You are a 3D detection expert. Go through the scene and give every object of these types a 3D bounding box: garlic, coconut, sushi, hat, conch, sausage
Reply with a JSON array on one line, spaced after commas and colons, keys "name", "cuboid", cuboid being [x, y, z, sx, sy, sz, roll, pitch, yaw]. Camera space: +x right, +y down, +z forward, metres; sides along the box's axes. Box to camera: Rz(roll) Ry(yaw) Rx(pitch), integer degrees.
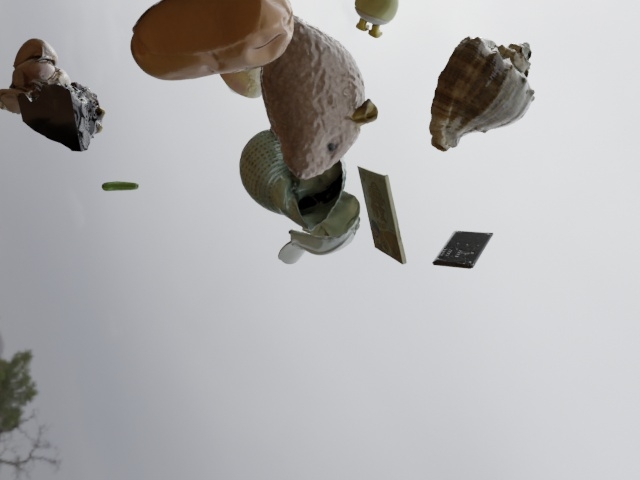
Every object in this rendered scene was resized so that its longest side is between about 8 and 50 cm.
[{"name": "garlic", "cuboid": [-0.749, -0.418, 1.637, 0.191, 0.160, 0.214, 5, -114, 35]}, {"name": "coconut", "cuboid": [-0.274, -0.626, 2.202, 0.237, 0.197, 0.237, -36, -133, 51]}, {"name": "sushi", "cuboid": [-0.612, -0.315, 1.495, 0.172, 0.150, 0.153, 7, -66, 23]}, {"name": "hat", "cuboid": [-0.003, -0.006, 1.897, 0.168, 0.258, 0.301, 39, -40, 1]}, {"name": "conch", "cuboid": [-0.057, -0.188, 1.682, 0.303, 0.215, 0.319, -38, -97, 22]}, {"name": "conch", "cuboid": [0.356, -0.308, 1.271, 0.159, 0.210, 0.291, 27, -100, 29]}, {"name": "sausage", "cuboid": [-0.156, -0.297, 0.871, 0.136, 0.241, 0.120, -33, 115, -83]}]

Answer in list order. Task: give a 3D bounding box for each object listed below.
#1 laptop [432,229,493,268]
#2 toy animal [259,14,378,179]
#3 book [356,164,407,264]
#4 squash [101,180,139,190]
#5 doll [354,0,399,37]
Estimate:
[{"name": "laptop", "cuboid": [0.421, 0.023, 1.793, 0.129, 0.180, 0.016, 5, -54, 35]}, {"name": "toy animal", "cuboid": [-0.015, -0.331, 1.354, 0.188, 0.226, 0.358, -138, -149, -62]}, {"name": "book", "cuboid": [0.193, -0.085, 1.932, 0.208, 0.020, 0.295, -144, -143, -65]}, {"name": "squash", "cuboid": [-0.492, -0.134, 1.499, 0.027, 0.089, 0.027, 179, -90, -77]}, {"name": "doll", "cuboid": [0.193, -0.766, 1.838, 0.141, 0.117, 0.296, 38, -57, 19]}]
